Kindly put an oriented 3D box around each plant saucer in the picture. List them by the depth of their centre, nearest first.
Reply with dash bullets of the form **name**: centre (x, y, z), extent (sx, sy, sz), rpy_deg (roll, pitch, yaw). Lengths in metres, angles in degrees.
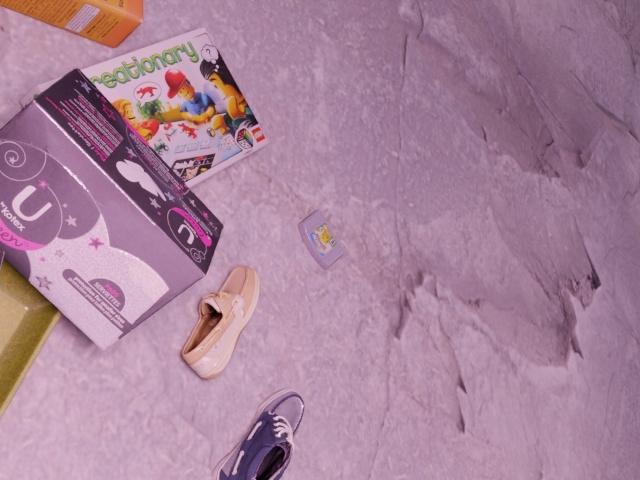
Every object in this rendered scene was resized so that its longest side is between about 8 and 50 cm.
- **plant saucer**: centre (-0.383, 0.084, 0.856), extent (0.188, 0.045, 0.188), rpy_deg (41, 49, -25)

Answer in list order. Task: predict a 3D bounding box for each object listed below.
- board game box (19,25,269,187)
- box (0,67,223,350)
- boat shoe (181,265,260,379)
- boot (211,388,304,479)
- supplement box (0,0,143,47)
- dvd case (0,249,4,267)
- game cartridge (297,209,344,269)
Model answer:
- **board game box**: centre (-0.218, -0.155, 1.113), extent (0.305, 0.053, 0.193), rpy_deg (-37, 101, -46)
- **box**: centre (-0.254, -0.032, 0.915), extent (0.247, 0.163, 0.142), rpy_deg (49, 17, -16)
- **boat shoe**: centre (-0.130, 0.095, 1.092), extent (0.059, 0.063, 0.170), rpy_deg (44, 48, -31)
- **boot**: centre (-0.056, 0.260, 1.082), extent (0.069, 0.086, 0.190), rpy_deg (54, 45, -14)
- **supplement box**: centre (-0.340, -0.325, 1.043), extent (0.233, 0.080, 0.078), rpy_deg (13, 63, -39)
- **dvd case**: centre (-0.424, 0.055, 0.776), extent (0.221, 0.018, 0.164), rpy_deg (18, 58, -27)
- **game cartridge**: centre (0.000, 0.000, 1.296), extent (0.056, 0.017, 0.083), rpy_deg (-40, 103, -42)
